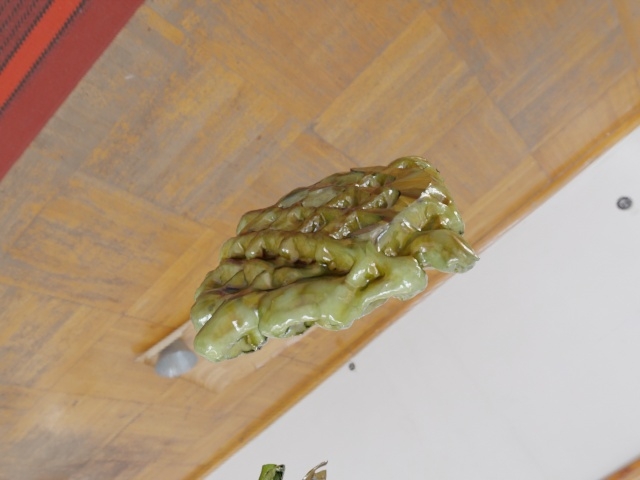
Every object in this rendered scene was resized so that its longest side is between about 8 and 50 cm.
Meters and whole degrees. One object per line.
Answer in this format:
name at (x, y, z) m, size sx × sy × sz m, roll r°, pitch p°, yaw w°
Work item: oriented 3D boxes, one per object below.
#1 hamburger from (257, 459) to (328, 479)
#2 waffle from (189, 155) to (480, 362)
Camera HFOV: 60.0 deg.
hamburger at (-0.024, 0.256, 0.394) m, size 0.164 × 0.093 × 0.190 m, roll -22°, pitch 111°, yaw -43°
waffle at (-0.002, -0.002, 0.415) m, size 0.204 × 0.223 × 0.054 m, roll -23°, pitch 112°, yaw 13°
